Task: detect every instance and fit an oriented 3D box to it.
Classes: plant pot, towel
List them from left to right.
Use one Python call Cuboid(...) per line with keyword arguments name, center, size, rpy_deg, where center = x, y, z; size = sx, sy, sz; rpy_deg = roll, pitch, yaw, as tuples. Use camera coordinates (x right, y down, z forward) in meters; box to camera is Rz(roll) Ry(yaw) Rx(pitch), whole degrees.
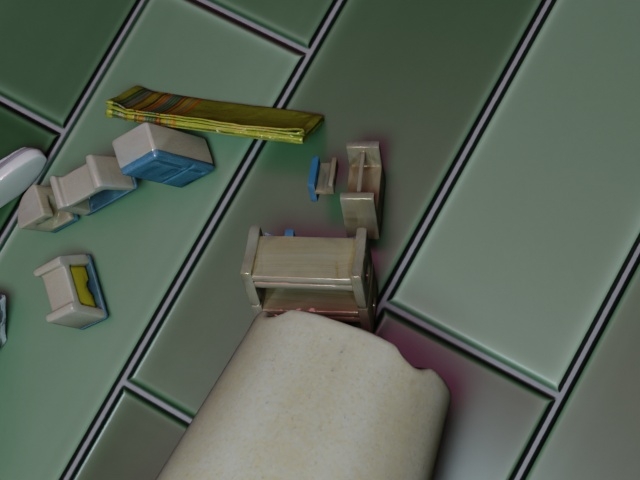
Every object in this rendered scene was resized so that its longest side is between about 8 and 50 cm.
Cuboid(name="towel", center=(-0.121, -0.149, 1.445), size=(0.237, 0.102, 0.021), rpy_deg=(9, 114, 11))
Cuboid(name="plant pot", center=(-0.021, 0.250, 1.249), size=(0.334, 0.334, 0.305), rpy_deg=(20, 70, 13))

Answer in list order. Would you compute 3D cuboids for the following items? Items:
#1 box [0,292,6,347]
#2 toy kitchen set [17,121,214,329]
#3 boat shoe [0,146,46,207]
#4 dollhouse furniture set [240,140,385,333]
Cuboid(name="box", center=(-0.526, 0.129, 1.360), size=(0.242, 0.307, 0.076), rpy_deg=(16, 123, 12))
Cuboid(name="toy kitchen set", center=(-0.221, -0.011, 1.439), size=(0.207, 0.122, 0.166), rpy_deg=(-26, 74, 24))
Cuboid(name="boat shoe", center=(-0.413, -0.062, 1.496), size=(0.184, 0.066, 0.063), rpy_deg=(-38, 75, 10))
Cuboid(name="dollhouse furniture set", center=(0.000, 0.000, 1.392), size=(0.129, 0.129, 0.183), rpy_deg=(1, 54, 10))
